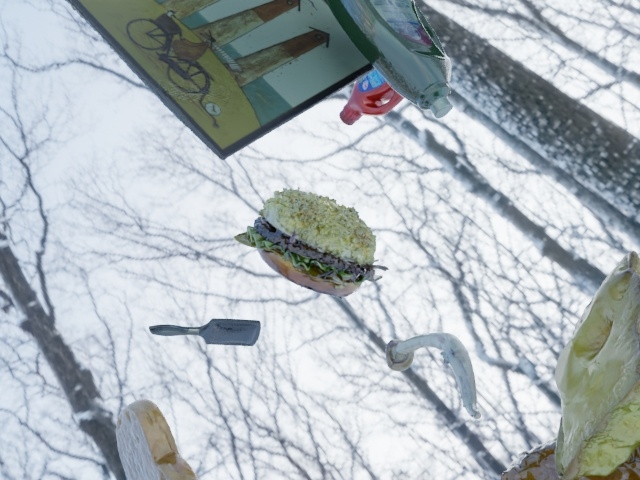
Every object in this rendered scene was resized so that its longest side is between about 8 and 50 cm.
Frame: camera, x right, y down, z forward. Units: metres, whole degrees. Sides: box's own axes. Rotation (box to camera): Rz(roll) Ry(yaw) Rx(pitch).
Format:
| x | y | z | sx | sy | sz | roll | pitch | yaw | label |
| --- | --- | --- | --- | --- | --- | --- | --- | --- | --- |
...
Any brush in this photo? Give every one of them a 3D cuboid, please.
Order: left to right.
| x | y | z | sx | sy | sz | roll | pitch | yaw | label |
| --- | --- | --- | --- | --- | --- | --- | --- | --- | --- |
| -0.197 | 0.157 | 1.397 | 0.193 | 0.016 | 0.063 | 5 | -55 | -18 | brush |

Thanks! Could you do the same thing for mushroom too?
| x | y | z | sx | sy | sz | roll | pitch | yaw | label |
| --- | --- | --- | --- | --- | --- | --- | --- | --- | --- |
| 0.132 | 0.140 | 0.934 | 0.043 | 0.306 | 0.068 | -4 | -90 | -12 | mushroom |

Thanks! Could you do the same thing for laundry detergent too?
| x | y | z | sx | sy | sz | roll | pitch | yaw | label |
| --- | --- | --- | --- | --- | --- | --- | --- | --- | --- |
| 0.087 | -0.227 | 1.234 | 0.049 | 0.097 | 0.165 | 11 | -39 | -34 | laundry detergent |
| 0.096 | -0.227 | 0.941 | 0.137 | 0.211 | 0.063 | -5 | -33 | -48 | laundry detergent |

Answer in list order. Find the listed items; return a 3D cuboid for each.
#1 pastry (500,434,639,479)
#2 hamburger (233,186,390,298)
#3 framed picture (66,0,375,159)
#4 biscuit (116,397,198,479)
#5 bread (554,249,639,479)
| x | y | z | sx | sy | sz | roll | pitch | yaw | label |
| --- | --- | --- | --- | --- | --- | --- | --- | --- | --- |
| 0.360 | 0.317 | 0.919 | 0.311 | 0.255 | 0.162 | -15 | -42 | 16 | pastry |
| 0.000 | 0.000 | 1.390 | 0.138 | 0.262 | 0.243 | -65 | -21 | 12 | hamburger |
| -0.090 | -0.238 | 0.924 | 0.324 | 0.244 | 0.013 | -39 | -6 | -43 | framed picture |
| -0.164 | 0.373 | 0.996 | 0.051 | 0.376 | 0.269 | -15 | -14 | -29 | biscuit |
| 0.302 | 0.124 | 0.826 | 0.160 | 0.088 | 0.233 | -60 | 6 | 39 | bread |
